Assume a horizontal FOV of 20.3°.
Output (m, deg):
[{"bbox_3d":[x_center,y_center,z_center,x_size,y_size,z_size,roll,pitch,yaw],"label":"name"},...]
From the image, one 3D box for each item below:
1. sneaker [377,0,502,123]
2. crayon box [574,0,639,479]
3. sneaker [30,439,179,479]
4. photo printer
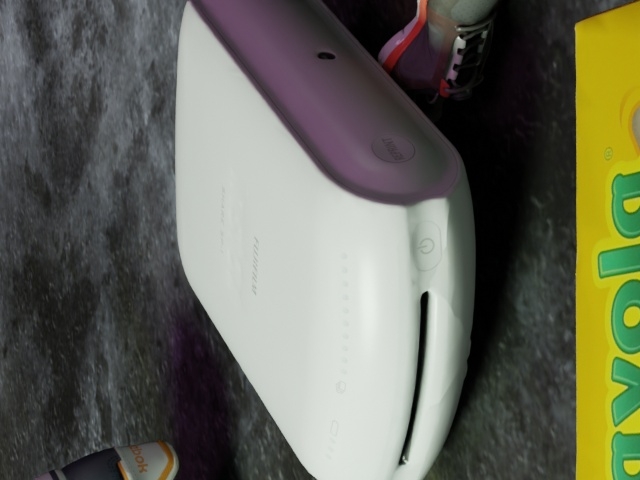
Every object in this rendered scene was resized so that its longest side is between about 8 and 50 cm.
[{"bbox_3d":[0.089,-0.123,1.110,0.065,0.061,0.158,68,156,17],"label":"sneaker"},{"bbox_3d":[0.240,0.058,0.719,0.313,0.106,0.363,-13,73,55],"label":"crayon box"},{"bbox_3d":[-0.122,0.311,1.442,0.126,0.127,0.321,36,146,63],"label":"sneaker"},{"bbox_3d":[0.000,0.000,1.178,0.307,0.107,0.256,-126,32,-47],"label":"photo printer"}]
